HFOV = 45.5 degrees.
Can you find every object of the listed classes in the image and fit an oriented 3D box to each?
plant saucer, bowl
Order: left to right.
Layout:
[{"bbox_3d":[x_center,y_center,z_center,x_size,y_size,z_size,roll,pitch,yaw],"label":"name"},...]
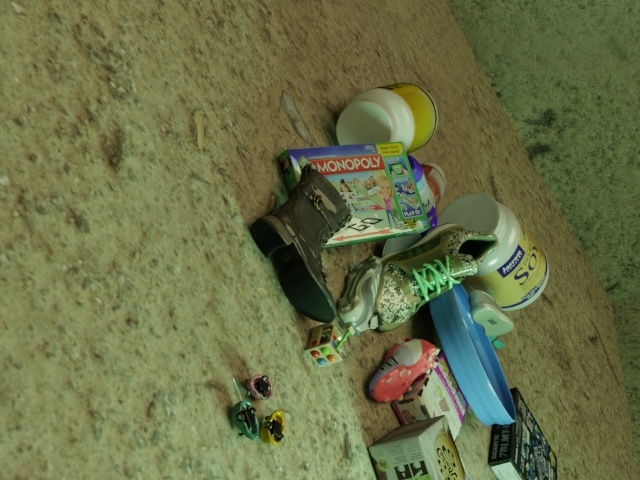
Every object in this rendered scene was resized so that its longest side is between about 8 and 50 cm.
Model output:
[{"bbox_3d":[0.206,0.069,1.856,0.195,0.037,0.195,11,73,-40],"label":"plant saucer"},{"bbox_3d":[0.380,0.283,1.927,0.391,0.077,0.391,58,16,-27],"label":"bowl"}]

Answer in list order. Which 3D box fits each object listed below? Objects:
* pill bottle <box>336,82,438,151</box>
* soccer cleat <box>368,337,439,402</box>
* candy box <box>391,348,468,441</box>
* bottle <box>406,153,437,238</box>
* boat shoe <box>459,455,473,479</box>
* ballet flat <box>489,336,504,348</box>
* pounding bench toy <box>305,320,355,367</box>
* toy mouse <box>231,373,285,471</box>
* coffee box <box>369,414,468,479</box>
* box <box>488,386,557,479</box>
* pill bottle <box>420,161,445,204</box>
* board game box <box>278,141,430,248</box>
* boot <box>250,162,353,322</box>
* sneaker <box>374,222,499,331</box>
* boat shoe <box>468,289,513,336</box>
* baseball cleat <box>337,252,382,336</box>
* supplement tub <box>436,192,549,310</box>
[{"bbox_3d":[0.166,-0.294,1.918,0.188,0.188,0.334,66,27,-4],"label":"pill bottle"},{"bbox_3d":[0.165,0.277,1.649,0.248,0.095,0.083,-23,123,-48],"label":"soccer cleat"},{"bbox_3d":[0.254,0.371,1.727,0.159,0.071,0.233,63,27,-7],"label":"candy box"},{"bbox_3d":[0.224,-0.083,1.884,0.092,0.118,0.283,-110,173,-45],"label":"bottle"},{"bbox_3d":[0.313,0.563,1.715,0.183,0.066,0.066,57,33,1],"label":"boat shoe"},{"bbox_3d":[0.512,0.292,2.287,0.114,0.041,0.041,38,40,-44],"label":"ballet flat"},{"bbox_3d":[0.023,0.193,1.430,0.052,0.083,0.065,52,31,-28],"label":"pounding bench toy"},{"bbox_3d":[-0.107,0.262,1.207,0.143,0.031,0.161,49,33,-33],"label":"toy mouse"},{"bbox_3d":[0.221,0.520,1.513,0.168,0.119,0.297,-4,74,-62],"label":"coffee box"},{"bbox_3d":[0.571,0.613,2.119,0.293,0.073,0.295,58,29,-19],"label":"box"},{"bbox_3d":[0.270,-0.138,2.065,0.121,0.121,0.216,62,28,-12],"label":"pill bottle"},{"bbox_3d":[0.078,-0.101,1.638,0.317,0.046,0.213,-9,78,-35],"label":"board game box"},{"bbox_3d":[0.000,0.000,1.468,0.229,0.091,0.263,-43,107,-46],"label":"boot"},{"bbox_3d":[0.265,0.066,1.756,0.410,0.182,0.158,-37,104,-36],"label":"sneaker"},{"bbox_3d":[0.445,0.187,1.999,0.227,0.079,0.081,39,33,-53],"label":"boat shoe"},{"bbox_3d":[0.093,0.123,1.637,0.109,0.072,0.206,62,38,-24],"label":"baseball cleat"},{"bbox_3d":[0.496,0.034,2.215,0.331,0.241,0.241,41,38,-41],"label":"supplement tub"}]
